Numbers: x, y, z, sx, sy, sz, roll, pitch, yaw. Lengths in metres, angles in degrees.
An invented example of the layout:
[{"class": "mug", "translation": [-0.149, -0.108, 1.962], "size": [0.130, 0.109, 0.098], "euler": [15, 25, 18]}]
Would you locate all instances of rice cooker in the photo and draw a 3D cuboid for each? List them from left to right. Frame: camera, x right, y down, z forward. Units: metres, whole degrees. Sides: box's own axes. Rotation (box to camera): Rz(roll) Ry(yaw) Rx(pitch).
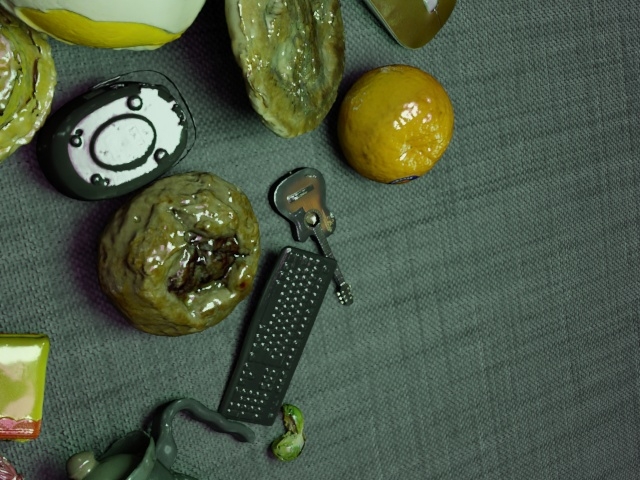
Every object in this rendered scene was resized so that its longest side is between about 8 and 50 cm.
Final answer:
[{"class": "rice cooker", "translation": [-0.254, -0.129, 1.056], "size": [0.203, 0.118, 0.142], "euler": [-34, 110, -17]}]

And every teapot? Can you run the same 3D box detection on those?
[{"class": "teapot", "translation": [-0.200, 0.353, 1.093], "size": [0.305, 0.223, 0.285], "euler": [-43, 107, -14]}]

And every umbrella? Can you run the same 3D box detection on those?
[{"class": "umbrella", "translation": [-0.423, 0.274, 1.065], "size": [0.027, 0.025, 0.165], "euler": [-38, 111, -1]}]

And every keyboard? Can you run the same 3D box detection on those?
[{"class": "keyboard", "translation": [-0.044, 0.093, 1.225], "size": [0.103, 0.041, 0.381], "euler": [17, 92, -29]}]

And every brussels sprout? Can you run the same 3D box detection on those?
[{"class": "brussels sprout", "translation": [-0.044, 0.291, 1.263], "size": [0.051, 0.046, 0.083], "euler": [20, 84, -48]}]

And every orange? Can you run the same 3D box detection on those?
[{"class": "orange", "translation": [0.109, -0.171, 1.229], "size": [0.178, 0.155, 0.177], "euler": [-9, 140, -8]}]

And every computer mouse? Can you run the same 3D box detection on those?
[{"class": "computer mouse", "translation": [0.094, -0.428, 1.243], "size": [0.310, 0.072, 0.158], "euler": [45, 76, -26]}]

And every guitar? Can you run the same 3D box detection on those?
[{"class": "guitar", "translation": [0.000, 0.000, 1.265], "size": [0.088, 0.025, 0.233], "euler": [-33, 111, -21]}]

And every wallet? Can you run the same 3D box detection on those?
[{"class": "wallet", "translation": [-0.454, 0.176, 1.002], "size": [0.241, 0.067, 0.141], "euler": [5, 84, -30]}]

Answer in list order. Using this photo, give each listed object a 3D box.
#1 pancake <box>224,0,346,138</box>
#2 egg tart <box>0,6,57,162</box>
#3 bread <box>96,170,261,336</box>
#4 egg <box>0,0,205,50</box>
[{"class": "pancake", "translation": [-0.046, -0.304, 1.081], "size": [0.356, 0.065, 0.356], "euler": [-2, 90, -73]}, {"class": "egg tart", "translation": [-0.424, -0.195, 0.967], "size": [0.241, 0.106, 0.241], "euler": [-2, 95, -27]}, {"class": "bread", "translation": [-0.175, 0.025, 1.084], "size": [0.230, 0.123, 0.230], "euler": [-23, 130, -29]}, {"class": "egg", "translation": [-0.273, -0.372, 0.927], "size": [0.345, 0.283, 0.283], "euler": [29, 82, -24]}]
